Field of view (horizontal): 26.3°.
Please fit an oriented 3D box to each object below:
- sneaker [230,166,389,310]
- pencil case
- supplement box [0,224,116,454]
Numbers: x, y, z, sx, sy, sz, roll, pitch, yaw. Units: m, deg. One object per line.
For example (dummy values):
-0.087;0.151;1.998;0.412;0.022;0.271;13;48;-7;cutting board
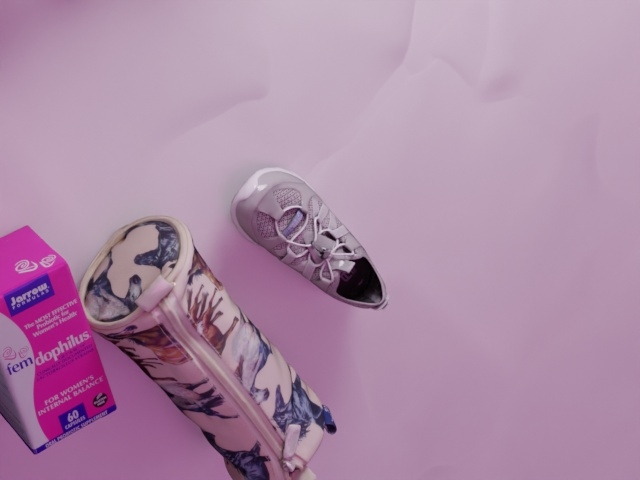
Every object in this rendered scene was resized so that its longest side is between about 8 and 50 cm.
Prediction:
0.000;0.000;1.742;0.281;0.115;0.105;36;88;-44;sneaker
-0.135;0.146;1.667;0.160;0.183;0.410;-46;132;-13;pencil case
-0.327;0.112;1.544;0.111;0.114;0.220;-29;126;-23;supplement box
